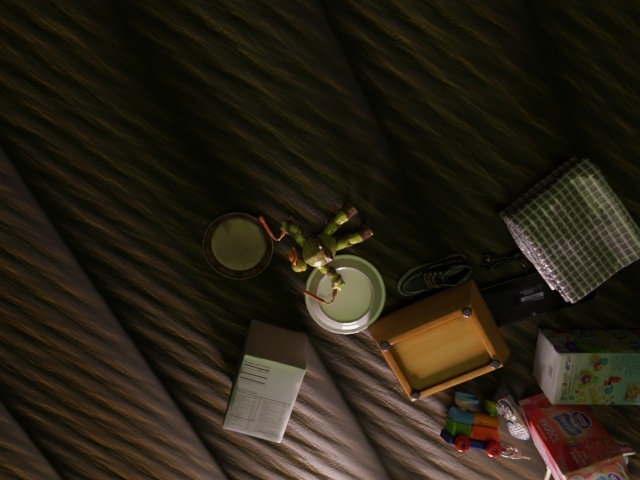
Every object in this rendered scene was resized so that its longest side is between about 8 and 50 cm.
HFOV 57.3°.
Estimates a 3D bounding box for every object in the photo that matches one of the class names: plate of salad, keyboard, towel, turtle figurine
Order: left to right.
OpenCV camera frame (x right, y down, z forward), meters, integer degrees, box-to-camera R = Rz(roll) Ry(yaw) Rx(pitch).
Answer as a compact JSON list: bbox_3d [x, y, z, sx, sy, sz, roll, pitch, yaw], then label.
[{"bbox_3d":[0.000,0.000,1.370,0.217,0.087,0.269,-39,94,-4],"label":"turtle figurine"},{"bbox_3d":[0.061,0.132,1.449,0.200,0.048,0.199,0,96,1],"label":"plate of salad"},{"bbox_3d":[0.514,0.100,1.456,0.317,0.033,0.201,-17,108,3],"label":"keyboard"},{"bbox_3d":[0.590,-0.019,1.352,0.235,0.121,0.283,-40,98,2],"label":"towel"}]

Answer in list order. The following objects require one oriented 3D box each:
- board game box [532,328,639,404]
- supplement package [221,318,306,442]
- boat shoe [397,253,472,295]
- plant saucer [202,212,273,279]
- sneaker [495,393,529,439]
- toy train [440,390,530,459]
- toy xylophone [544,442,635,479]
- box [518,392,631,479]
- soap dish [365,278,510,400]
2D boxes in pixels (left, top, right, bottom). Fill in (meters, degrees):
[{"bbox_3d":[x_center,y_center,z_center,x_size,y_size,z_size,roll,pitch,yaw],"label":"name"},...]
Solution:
[{"bbox_3d":[0.696,0.311,1.463,0.276,0.142,0.144,1,107,-1],"label":"board game box"},{"bbox_3d":[-0.133,0.337,1.431,0.149,0.194,0.203,17,106,-6],"label":"supplement package"},{"bbox_3d":[0.274,0.090,1.420,0.183,0.083,0.065,-27,105,7],"label":"boat shoe"},{"bbox_3d":[-0.198,0.011,1.418,0.169,0.029,0.168,0,107,0],"label":"plant saucer"},{"bbox_3d":[0.508,0.454,1.515,0.052,0.058,0.135,-17,108,46],"label":"sneaker"},{"bbox_3d":[0.452,0.486,1.546,0.248,0.105,0.143,13,89,-9],"label":"toy train"},{"bbox_3d":[0.708,0.675,1.579,0.236,0.081,0.322,-6,112,-15],"label":"toy xylophone"},{"bbox_3d":[0.622,0.511,1.440,0.142,0.300,0.154,-22,105,6],"label":"box"},{"bbox_3d":[0.289,0.253,1.437,0.291,0.118,0.228,-26,106,15],"label":"soap dish"}]
